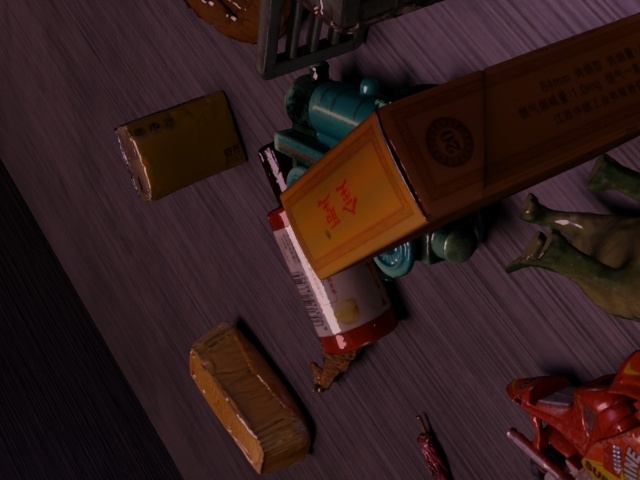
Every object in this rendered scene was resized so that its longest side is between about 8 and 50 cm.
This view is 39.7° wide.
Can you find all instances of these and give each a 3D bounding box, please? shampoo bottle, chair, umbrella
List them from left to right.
[{"bbox_3d":[0.000,0.000,1.127,0.104,0.104,0.278,-14,100,64],"label":"shampoo bottle"},{"bbox_3d":[0.034,-0.239,0.806,0.147,0.136,0.270,49,149,33],"label":"chair"},{"bbox_3d":[0.160,0.312,1.200,0.027,0.025,0.165,-17,101,42],"label":"umbrella"}]

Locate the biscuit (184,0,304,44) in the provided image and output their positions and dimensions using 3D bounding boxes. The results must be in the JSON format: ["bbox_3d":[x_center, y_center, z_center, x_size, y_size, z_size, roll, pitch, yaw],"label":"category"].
[{"bbox_3d":[-0.127,-0.353,1.023,0.296,0.075,0.296,41,159,20],"label":"biscuit"}]

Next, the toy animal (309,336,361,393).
[{"bbox_3d":[0.016,0.143,1.291,0.149,0.054,0.276,41,147,45],"label":"toy animal"}]

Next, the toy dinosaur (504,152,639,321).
[{"bbox_3d":[0.305,0.041,0.668,0.300,0.087,0.447,23,175,-1],"label":"toy dinosaur"}]

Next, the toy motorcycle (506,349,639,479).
[{"bbox_3d":[0.275,0.181,0.783,0.171,0.089,0.298,65,156,2],"label":"toy motorcycle"}]

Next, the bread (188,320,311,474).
[{"bbox_3d":[-0.136,0.289,1.637,0.288,0.119,0.153,49,148,27],"label":"bread"}]

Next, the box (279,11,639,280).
[{"bbox_3d":[0.126,-0.070,0.620,0.076,0.274,0.174,65,155,5],"label":"box"}]

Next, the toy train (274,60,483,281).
[{"bbox_3d":[0.058,-0.087,0.935,0.298,0.120,0.194,31,131,50],"label":"toy train"}]

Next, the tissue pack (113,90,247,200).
[{"bbox_3d":[-0.207,-0.141,1.324,0.082,0.169,0.120,6,118,58],"label":"tissue pack"}]
